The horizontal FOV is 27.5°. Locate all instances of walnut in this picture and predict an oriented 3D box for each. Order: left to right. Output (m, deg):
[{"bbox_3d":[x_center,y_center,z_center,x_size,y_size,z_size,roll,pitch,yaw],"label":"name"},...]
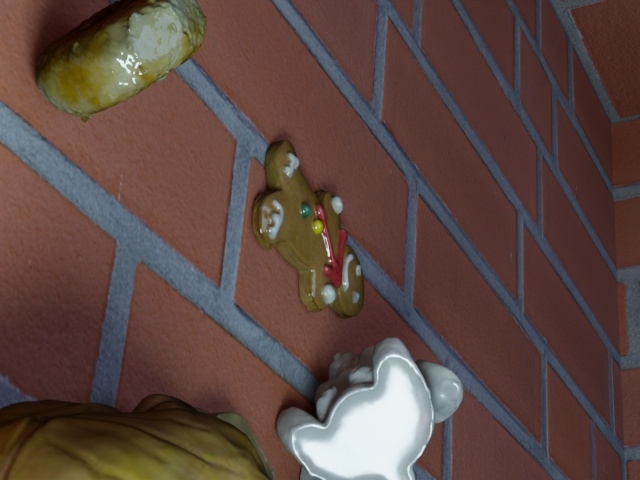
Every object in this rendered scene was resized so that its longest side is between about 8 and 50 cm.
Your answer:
[{"bbox_3d":[-0.179,0.316,1.119,0.308,0.354,0.398,-47,123,-45],"label":"walnut"}]

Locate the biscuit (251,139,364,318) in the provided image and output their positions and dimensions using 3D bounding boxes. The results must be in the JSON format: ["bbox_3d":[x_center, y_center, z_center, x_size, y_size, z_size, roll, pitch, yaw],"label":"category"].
[{"bbox_3d":[0.000,0.000,1.994,0.340,0.047,0.216,56,35,-42],"label":"biscuit"}]

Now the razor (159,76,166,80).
[{"bbox_3d":[-0.218,-0.263,1.633,0.068,0.040,0.135,-62,141,-53],"label":"razor"}]

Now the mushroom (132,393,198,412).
[{"bbox_3d":[-0.141,0.281,1.402,0.278,0.146,0.278,165,-90,-79],"label":"mushroom"}]

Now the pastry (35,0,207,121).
[{"bbox_3d":[-0.216,-0.205,1.424,0.093,0.192,0.182,60,27,-18],"label":"pastry"}]

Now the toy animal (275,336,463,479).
[{"bbox_3d":[0.076,0.258,1.893,0.206,0.271,0.265,51,3,1],"label":"toy animal"}]

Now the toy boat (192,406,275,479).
[{"bbox_3d":[-0.122,0.275,1.607,0.188,0.061,0.116,62,31,-34],"label":"toy boat"}]
